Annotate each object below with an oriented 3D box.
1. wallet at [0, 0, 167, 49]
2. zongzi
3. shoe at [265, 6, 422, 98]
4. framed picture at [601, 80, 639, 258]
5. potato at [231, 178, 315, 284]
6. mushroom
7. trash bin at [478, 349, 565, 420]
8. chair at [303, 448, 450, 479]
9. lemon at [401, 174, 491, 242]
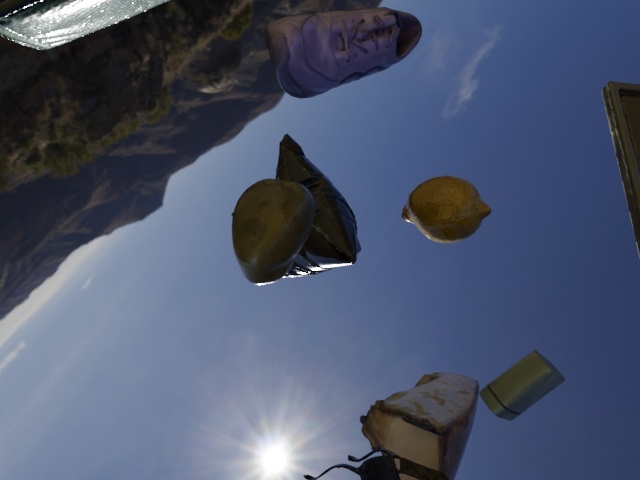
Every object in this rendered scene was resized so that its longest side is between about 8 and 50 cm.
[{"bbox_3d":[-0.274,-0.303,0.585,0.235,0.055,0.160,-21,-171,0],"label":"wallet"},{"bbox_3d":[0.000,0.000,1.142,0.318,0.384,0.362,-17,-131,-14],"label":"zongzi"},{"bbox_3d":[0.035,-0.249,0.606,0.137,0.095,0.245,-12,-168,33],"label":"shoe"},{"bbox_3d":[0.426,-0.024,0.478,0.020,0.240,0.325,98,-4,-64],"label":"framed picture"},{"bbox_3d":[-0.092,-0.014,0.883,0.157,0.157,0.194,-127,-134,-66],"label":"potato"},{"bbox_3d":[0.291,0.511,1.232,0.224,0.314,0.397,3,-171,37],"label":"mushroom"},{"bbox_3d":[0.375,0.271,0.887,0.130,0.116,0.059,-44,-132,14],"label":"trash bin"},{"bbox_3d":[0.107,0.380,0.691,0.213,0.174,0.149,-31,-115,32],"label":"chair"},{"bbox_3d":[0.333,-0.084,1.284,0.244,0.187,0.187,1,-131,37],"label":"lemon"}]
